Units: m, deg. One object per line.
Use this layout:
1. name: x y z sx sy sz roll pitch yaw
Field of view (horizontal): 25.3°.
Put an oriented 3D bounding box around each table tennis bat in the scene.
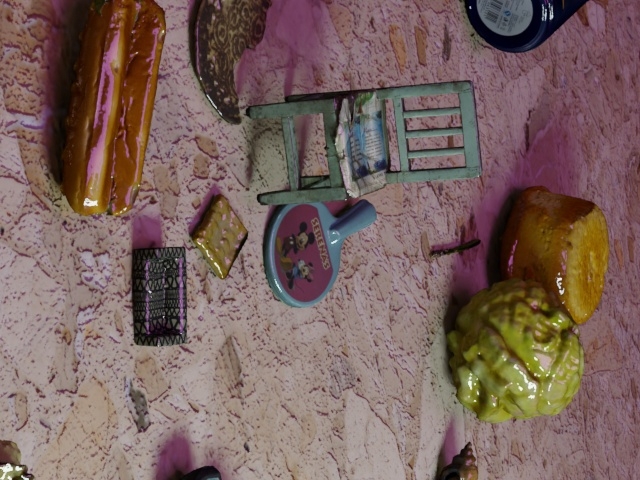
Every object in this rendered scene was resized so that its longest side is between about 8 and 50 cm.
1. table tennis bat: 0.000 0.000 1.997 0.244 0.040 0.153 -32 115 -47

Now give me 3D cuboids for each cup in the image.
1. cup: 0.333 -0.460 2.429 0.256 0.255 0.178 -42 161 -45

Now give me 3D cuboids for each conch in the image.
1. conch: 0.214 0.438 2.272 0.086 0.080 0.233 38 60 -41

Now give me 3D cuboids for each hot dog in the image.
1. hot dog: -0.231 -0.156 1.603 0.115 0.072 0.269 15 83 -44

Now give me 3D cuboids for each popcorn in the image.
1. popcorn: 0.308 0.191 2.307 0.212 0.259 0.259 -12 100 -41

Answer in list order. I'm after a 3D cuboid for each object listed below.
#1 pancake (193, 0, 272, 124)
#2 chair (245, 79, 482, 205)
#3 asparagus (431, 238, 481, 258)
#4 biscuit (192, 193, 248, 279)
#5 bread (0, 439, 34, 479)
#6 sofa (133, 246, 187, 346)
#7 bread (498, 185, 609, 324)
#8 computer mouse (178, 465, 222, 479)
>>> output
1. pancake: -0.108 -0.254 1.847 0.190 0.020 0.184 -45 125 -45
2. chair: 0.056 -0.127 1.856 0.147 0.270 0.136 -26 112 -63
3. asparagus: 0.224 0.014 2.348 0.166 0.016 0.013 -15 144 -56
4. biscuit: -0.127 -0.005 1.817 0.081 0.018 0.083 58 45 -38
5. bread: -0.405 0.265 1.280 0.204 0.162 0.262 31 87 -54
6. sofa: -0.190 0.066 1.703 0.060 0.039 0.118 -2 91 -56
7. bread: 0.411 0.038 2.513 0.268 0.145 0.268 -10 102 -57
8. computer mouse: -0.166 0.331 1.733 0.135 0.047 0.079 -63 145 -18
